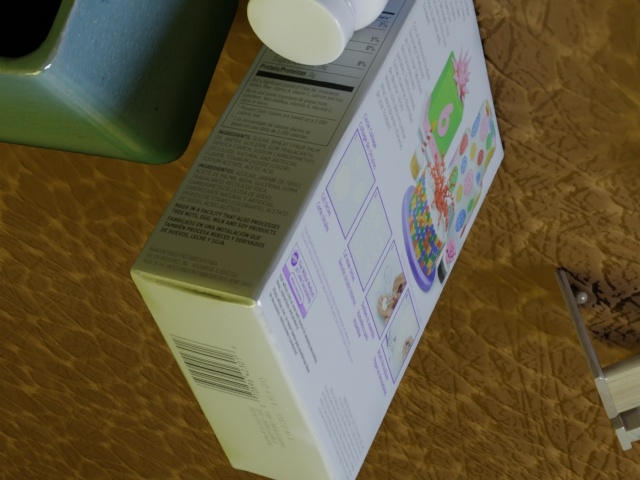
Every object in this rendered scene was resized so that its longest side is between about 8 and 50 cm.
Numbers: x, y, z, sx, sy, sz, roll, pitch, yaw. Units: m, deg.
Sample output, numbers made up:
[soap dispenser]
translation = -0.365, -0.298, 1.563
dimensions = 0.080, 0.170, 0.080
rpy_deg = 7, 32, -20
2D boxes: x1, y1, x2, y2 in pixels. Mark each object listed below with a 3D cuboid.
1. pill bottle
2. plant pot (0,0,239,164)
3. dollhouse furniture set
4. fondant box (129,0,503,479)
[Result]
[pill bottle]
translation = 0.015, -0.191, 1.013
dimensions = 0.087, 0.160, 0.087
rpy_deg = 20, 148, 13
[plant pot]
translation = -0.190, -0.178, 1.126
dimensions = 0.247, 0.248, 0.252
rpy_deg = 10, 161, 26
[dollhouse furniture set]
translation = 0.301, 0.088, 1.342
dimensions = 0.151, 0.123, 0.144
rpy_deg = -21, 135, 7
[fondant box]
translation = 0.015, -0.025, 1.094
dimensions = 0.096, 0.330, 0.238
rpy_deg = 13, 147, 25
